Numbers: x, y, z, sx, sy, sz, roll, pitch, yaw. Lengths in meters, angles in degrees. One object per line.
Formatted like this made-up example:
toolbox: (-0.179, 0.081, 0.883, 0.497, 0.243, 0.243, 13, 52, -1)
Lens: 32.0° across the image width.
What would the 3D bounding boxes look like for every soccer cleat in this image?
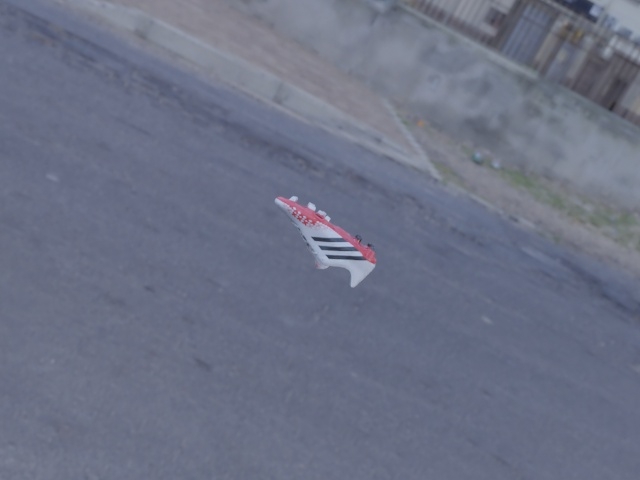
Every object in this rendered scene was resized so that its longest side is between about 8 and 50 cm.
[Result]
soccer cleat: (0.000, 0.000, 0.771, 0.083, 0.035, 0.029, 33, 4, -5)
